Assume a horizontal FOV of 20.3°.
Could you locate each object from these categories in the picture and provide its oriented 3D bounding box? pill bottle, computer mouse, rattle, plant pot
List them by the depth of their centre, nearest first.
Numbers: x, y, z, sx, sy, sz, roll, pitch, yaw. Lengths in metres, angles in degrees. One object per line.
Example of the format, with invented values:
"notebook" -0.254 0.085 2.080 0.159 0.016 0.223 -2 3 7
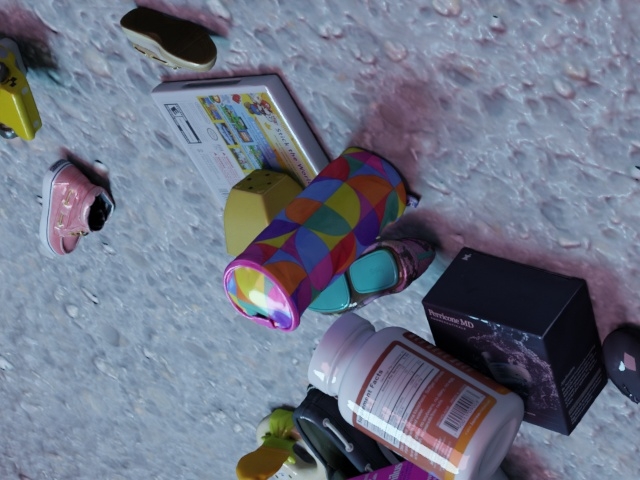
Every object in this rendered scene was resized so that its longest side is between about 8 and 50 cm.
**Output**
"pill bottle" 0.099 0.167 1.905 0.216 0.121 0.121 30 148 22
"computer mouse" 0.345 0.184 1.915 0.071 0.041 0.242 13 141 37
"plant pot" -0.059 -0.032 1.996 0.081 0.081 0.083 14 130 37
"rattle" -0.054 0.337 2.467 0.130 0.143 0.200 18 141 1

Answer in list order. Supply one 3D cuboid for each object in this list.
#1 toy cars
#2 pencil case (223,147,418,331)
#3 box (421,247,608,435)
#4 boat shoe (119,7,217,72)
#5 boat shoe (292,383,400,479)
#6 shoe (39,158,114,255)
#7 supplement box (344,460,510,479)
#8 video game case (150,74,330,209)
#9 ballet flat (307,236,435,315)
"toy cars" -0.451 -0.185 2.280 0.176 0.087 0.393 53 151 -11
"pencil case" 0.000 0.000 1.878 0.104 0.236 0.104 26 138 26
"box" 0.209 0.108 1.916 0.156 0.093 0.158 16 141 36
"boat shoe" -0.161 -0.213 1.955 0.135 0.050 0.045 32 153 34
"boat shoe" 0.045 0.298 2.343 0.114 0.091 0.302 5 135 45
"shoe" -0.321 -0.025 2.354 0.081 0.063 0.178 35 145 19
"supplement box" 0.123 0.347 2.223 0.220 0.111 0.114 -23 116 28
"video game case" -0.069 -0.089 2.033 0.206 0.026 0.227 2 132 47
"ballet flat" 0.052 0.038 2.014 0.221 0.079 0.077 -18 85 53
